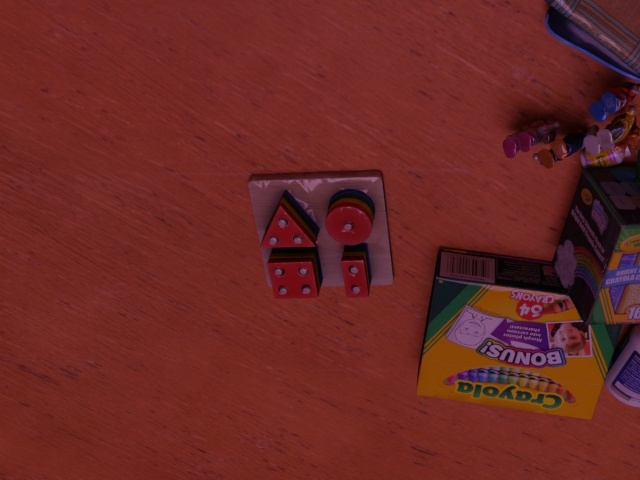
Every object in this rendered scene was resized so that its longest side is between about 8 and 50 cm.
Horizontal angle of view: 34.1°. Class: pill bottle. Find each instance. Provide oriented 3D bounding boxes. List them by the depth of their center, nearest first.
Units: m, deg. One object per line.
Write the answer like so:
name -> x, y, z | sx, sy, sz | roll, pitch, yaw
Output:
pill bottle -> 0.504, -0.151, 1.846 | 0.083, 0.043, 0.043 | -20, 119, 22
pill bottle -> 0.644, 0.227, 2.047 | 0.112, 0.112, 0.186 | 19, 127, -4

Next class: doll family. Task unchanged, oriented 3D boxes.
doll family -> 0.443, -0.174, 1.764 | 0.263, 0.163, 0.118 | -22, 95, 36

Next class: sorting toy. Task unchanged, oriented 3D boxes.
sorting toy -> 0.000, 0.000, 2.012 | 0.257, 0.089, 0.255 | -1, 125, 11

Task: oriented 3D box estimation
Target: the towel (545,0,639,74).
towel -> 0.533, -0.395, 1.602 | 0.370, 0.040, 0.271 | 33, 95, -13

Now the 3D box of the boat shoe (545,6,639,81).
boat shoe -> 0.492, -0.325, 1.685 | 0.258, 0.109, 0.089 | 20, 130, -7

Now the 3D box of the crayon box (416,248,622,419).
crayon box -> 0.389, 0.190, 2.068 | 0.363, 0.106, 0.313 | 8, 126, 4

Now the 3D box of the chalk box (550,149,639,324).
chalk box -> 0.550, -0.017, 1.825 | 0.179, 0.180, 0.288 | 0, 128, -14
